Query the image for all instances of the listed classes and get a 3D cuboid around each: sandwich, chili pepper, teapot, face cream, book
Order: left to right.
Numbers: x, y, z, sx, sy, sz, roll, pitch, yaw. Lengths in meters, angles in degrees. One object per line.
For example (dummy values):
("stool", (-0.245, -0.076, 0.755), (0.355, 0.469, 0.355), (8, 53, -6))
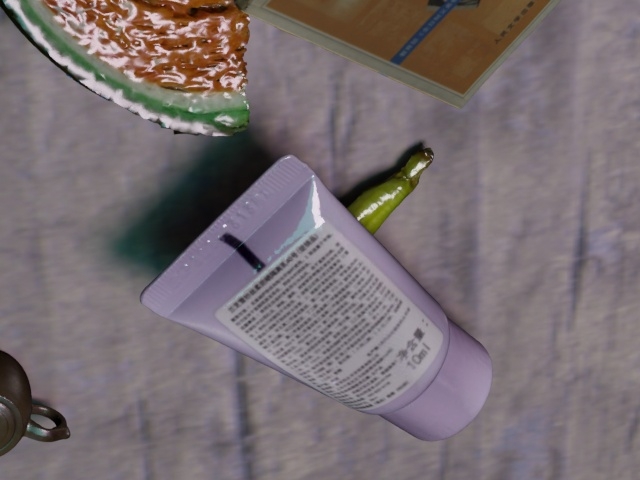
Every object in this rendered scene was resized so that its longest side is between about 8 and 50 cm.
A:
("teapot", (-0.244, 0.129, 1.354), (0.121, 0.068, 0.076), (16, 113, -21))
("sandwich", (-0.137, -0.174, 1.217), (0.235, 0.079, 0.159), (19, 102, -26))
("chili pepper", (0.000, 0.001, 1.363), (0.208, 0.043, 0.049), (-29, 96, -2))
("face cream", (0.011, 0.055, 1.337), (0.154, 0.096, 0.274), (-41, 129, 15))
("book", (0.077, -0.181, 1.226), (0.241, 0.018, 0.170), (17, 123, -47))
